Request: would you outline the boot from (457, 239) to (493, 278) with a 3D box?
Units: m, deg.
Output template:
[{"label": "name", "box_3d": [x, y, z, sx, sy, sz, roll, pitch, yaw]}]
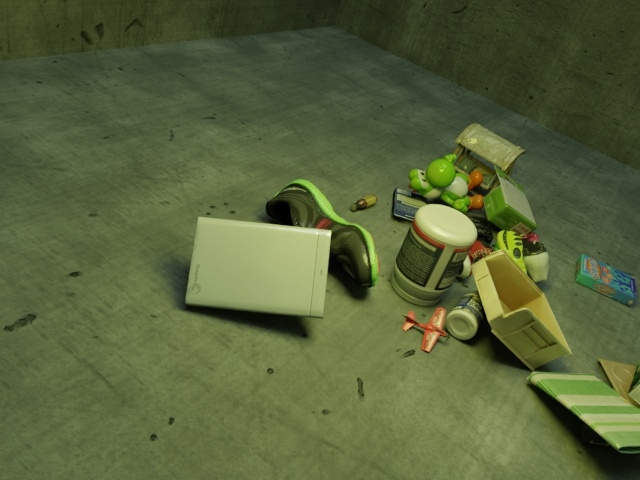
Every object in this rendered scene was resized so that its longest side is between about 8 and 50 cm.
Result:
[{"label": "boot", "box_3d": [0.538, 0.059, 1.911, 0.176, 0.088, 0.244, 15, 31, -8]}]

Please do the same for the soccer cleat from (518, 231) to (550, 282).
[{"label": "soccer cleat", "box_3d": [0.758, 0.062, 2.005, 0.116, 0.143, 0.331, -11, 9, 14]}]

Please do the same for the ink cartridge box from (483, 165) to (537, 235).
[{"label": "ink cartridge box", "box_3d": [0.746, -0.153, 2.201, 0.189, 0.097, 0.255, 30, 39, -24]}]

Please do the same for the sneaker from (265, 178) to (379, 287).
[{"label": "sneaker", "box_3d": [0.000, 0.000, 1.702, 0.202, 0.185, 0.483, -28, 50, -25]}]

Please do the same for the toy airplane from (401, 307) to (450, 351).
[{"label": "toy airplane", "box_3d": [0.298, 0.248, 1.569, 0.151, 0.028, 0.151, 2, 55, -3]}]

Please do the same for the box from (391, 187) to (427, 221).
[{"label": "box", "box_3d": [0.344, -0.123, 2.111, 0.137, 0.036, 0.225, 18, 32, -1]}]

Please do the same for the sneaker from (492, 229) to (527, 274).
[{"label": "sneaker", "box_3d": [0.638, 0.103, 1.871, 0.110, 0.123, 0.295, 11, 52, 10]}]

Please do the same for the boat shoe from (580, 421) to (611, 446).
[{"label": "boat shoe", "box_3d": [0.779, 0.503, 1.420, 0.228, 0.068, 0.081, 13, 11, -8]}]

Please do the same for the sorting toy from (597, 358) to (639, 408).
[{"label": "sorting toy", "box_3d": [0.937, 0.440, 1.612, 0.193, 0.038, 0.208, 13, 30, -9]}]

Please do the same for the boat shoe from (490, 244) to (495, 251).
[{"label": "boat shoe", "box_3d": [0.671, 0.061, 2.007, 0.046, 0.038, 0.125, -16, 47, -40]}]

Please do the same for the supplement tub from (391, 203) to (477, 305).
[{"label": "supplement tub", "box_3d": [0.338, 0.045, 1.668, 0.191, 0.272, 0.191, 13, 35, -9]}]

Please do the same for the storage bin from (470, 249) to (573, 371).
[{"label": "storage bin", "box_3d": [0.574, 0.197, 1.602, 0.260, 0.123, 0.262, 42, 27, -25]}]

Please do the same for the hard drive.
[{"label": "hard drive", "box_3d": [-0.158, 0.070, 1.433, 0.353, 0.047, 0.232, 6, 77, 0]}]

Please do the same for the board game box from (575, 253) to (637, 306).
[{"label": "board game box", "box_3d": [1.072, 0.146, 2.067, 0.210, 0.047, 0.160, 26, 35, 12]}]

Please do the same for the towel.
[{"label": "towel", "box_3d": [0.724, 0.435, 1.413, 0.248, 0.038, 0.325, 8, 15, -22]}]

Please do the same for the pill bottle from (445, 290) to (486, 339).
[{"label": "pill bottle", "box_3d": [0.446, 0.216, 1.637, 0.094, 0.094, 0.169, 32, 37, 19]}]

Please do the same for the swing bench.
[{"label": "swing bench", "box_3d": [0.701, -0.337, 2.383, 0.253, 0.254, 0.165, 38, 39, 26]}]

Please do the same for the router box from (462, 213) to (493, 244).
[{"label": "router box", "box_3d": [0.561, -0.053, 2.108, 0.179, 0.046, 0.133, 13, 34, -8]}]

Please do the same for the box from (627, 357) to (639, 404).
[{"label": "box", "box_3d": [0.979, 0.438, 1.511, 0.232, 0.058, 0.322, 45, 28, 21]}]

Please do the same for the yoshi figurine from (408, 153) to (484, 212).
[{"label": "yoshi figurine", "box_3d": [0.511, -0.223, 2.127, 0.362, 0.203, 0.203, 8, 27, -36]}]

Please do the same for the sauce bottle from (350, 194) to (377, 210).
[{"label": "sauce bottle", "box_3d": [0.161, -0.139, 2.047, 0.128, 0.042, 0.042, -21, 50, -43]}]
